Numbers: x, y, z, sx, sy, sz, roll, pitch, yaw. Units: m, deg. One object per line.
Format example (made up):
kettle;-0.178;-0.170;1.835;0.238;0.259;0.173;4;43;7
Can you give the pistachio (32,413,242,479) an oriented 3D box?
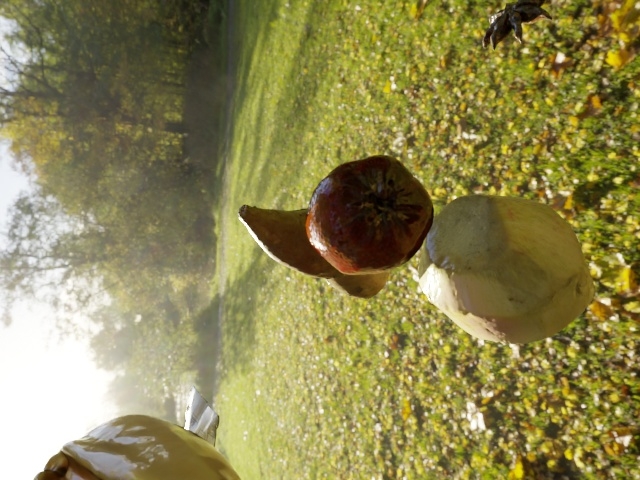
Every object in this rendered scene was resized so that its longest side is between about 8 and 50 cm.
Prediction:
pistachio;-0.163;0.270;0.420;0.300;0.188;0.187;4;93;44

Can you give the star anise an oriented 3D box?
star anise;0.357;-0.409;0.855;0.141;0.042;0.141;-34;34;27

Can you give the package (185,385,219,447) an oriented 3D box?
package;-0.168;0.295;0.611;0.173;0.027;0.170;174;103;-66

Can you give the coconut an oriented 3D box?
coconut;0.294;0.048;0.751;0.259;0.260;0.258;-179;90;-71

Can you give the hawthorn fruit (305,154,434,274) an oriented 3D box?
hawthorn fruit;0.055;-0.027;0.631;0.194;0.157;0.156;155;115;-69

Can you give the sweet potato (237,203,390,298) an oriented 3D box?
sweet potato;0.001;0.002;0.787;0.131;0.337;0.131;-17;60;32
